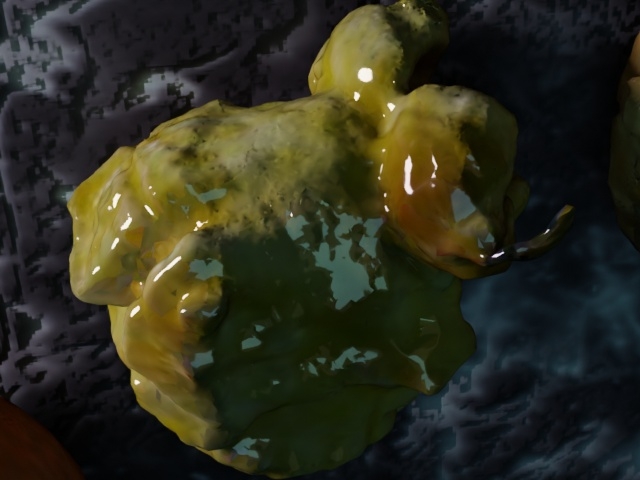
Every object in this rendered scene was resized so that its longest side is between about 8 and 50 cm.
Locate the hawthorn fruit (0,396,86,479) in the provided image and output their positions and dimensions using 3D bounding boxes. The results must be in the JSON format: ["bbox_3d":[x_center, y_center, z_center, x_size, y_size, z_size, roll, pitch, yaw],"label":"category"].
[{"bbox_3d":[-0.246,0.179,0.585,0.298,0.277,0.277,30,117,-26],"label":"hawthorn fruit"}]

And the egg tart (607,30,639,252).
[{"bbox_3d":[0.285,-0.029,0.542,0.341,0.129,0.341,1,134,1],"label":"egg tart"}]

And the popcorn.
[{"bbox_3d":[0.004,0.009,0.565,0.195,0.173,0.168,-29,107,9],"label":"popcorn"}]
